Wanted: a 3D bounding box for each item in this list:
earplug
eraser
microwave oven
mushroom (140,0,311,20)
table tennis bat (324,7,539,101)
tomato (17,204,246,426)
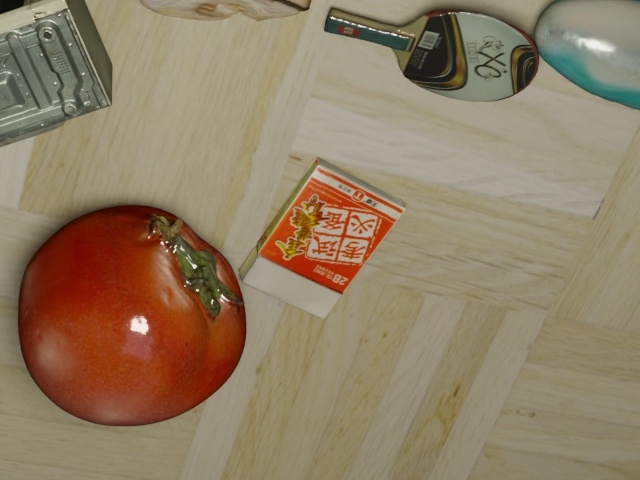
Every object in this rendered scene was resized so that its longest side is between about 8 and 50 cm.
[{"bbox_3d":[0.451,-0.259,1.780,0.324,0.185,0.185,15,119,-10],"label":"earplug"},{"bbox_3d":[0.000,0.000,1.946,0.157,0.038,0.230,25,115,-23],"label":"eraser"},{"bbox_3d":[-0.410,-0.225,1.679,0.240,0.145,0.194,-18,120,3],"label":"microwave oven"},{"bbox_3d":[-0.136,-0.374,1.647,0.236,0.173,0.162,9,84,-56],"label":"mushroom"},{"bbox_3d":[0.154,-0.268,1.774,0.301,0.022,0.173,14,146,-8],"label":"table tennis bat"},{"bbox_3d":[-0.275,0.109,1.811,0.321,0.321,0.321,-4,123,-6],"label":"tomato"}]
